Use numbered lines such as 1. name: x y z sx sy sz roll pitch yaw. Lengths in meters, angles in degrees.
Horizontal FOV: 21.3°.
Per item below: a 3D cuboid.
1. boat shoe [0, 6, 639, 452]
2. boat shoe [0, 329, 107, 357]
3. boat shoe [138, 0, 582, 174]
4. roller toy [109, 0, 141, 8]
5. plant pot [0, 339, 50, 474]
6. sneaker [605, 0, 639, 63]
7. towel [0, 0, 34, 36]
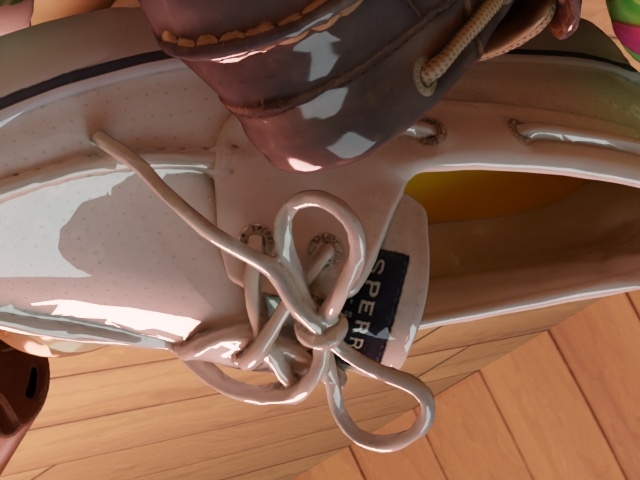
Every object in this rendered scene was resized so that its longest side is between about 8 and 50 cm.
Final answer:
1. boat shoe: -0.001 0.006 0.655 0.367 0.156 0.135 -5 136 -29
2. boat shoe: -0.046 -0.047 0.989 0.341 0.122 0.110 -30 148 -35
3. boat shoe: 0.031 -0.125 0.623 0.132 0.130 0.355 -8 -159 30
4. roller toy: -0.013 -0.087 0.847 0.191 0.146 0.209 -25 173 -39
5. plant pot: -0.273 0.119 1.146 0.167 0.167 0.165 -12 152 -45
6. sneaker: 0.205 -0.267 0.577 0.185 0.202 0.482 9 138 -16
7. towel: -0.225 -0.059 0.627 0.248 0.038 0.325 -12 172 -14
